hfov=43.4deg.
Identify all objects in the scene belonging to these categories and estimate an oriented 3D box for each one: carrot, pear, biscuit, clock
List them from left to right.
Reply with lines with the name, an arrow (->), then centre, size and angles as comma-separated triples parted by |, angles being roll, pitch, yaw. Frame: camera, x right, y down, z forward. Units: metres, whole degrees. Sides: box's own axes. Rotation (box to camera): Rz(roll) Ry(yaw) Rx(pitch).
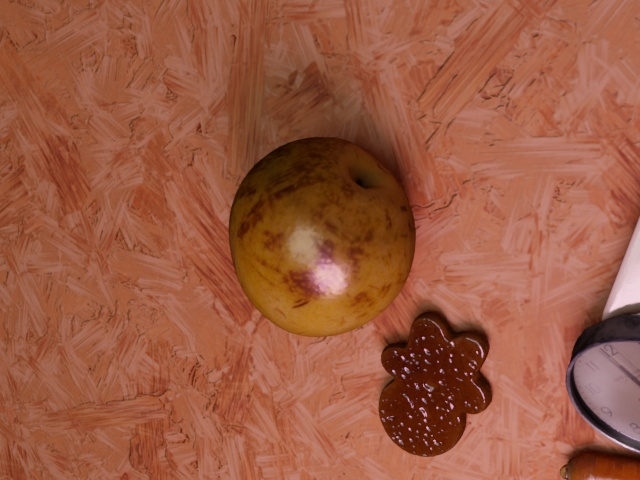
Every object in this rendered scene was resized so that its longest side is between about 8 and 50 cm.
pear -> 0.000, 0.000, 1.131 | 0.280, 0.280, 0.281 | 7, 106, 26
biscuit -> 0.168, 0.224, 1.225 | 0.179, 0.039, 0.236 | 26, 114, 18
clock -> 0.427, 0.192, 1.022 | 0.225, 0.049, 0.226 | 20, 137, 20
carrot -> 0.463, 0.317, 1.087 | 0.271, 0.066, 0.062 | -7, 143, 26

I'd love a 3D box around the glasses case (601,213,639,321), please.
glasses case -> 0.460, -0.014, 0.992 | 0.131, 0.070, 0.313 | 21, 112, 21
